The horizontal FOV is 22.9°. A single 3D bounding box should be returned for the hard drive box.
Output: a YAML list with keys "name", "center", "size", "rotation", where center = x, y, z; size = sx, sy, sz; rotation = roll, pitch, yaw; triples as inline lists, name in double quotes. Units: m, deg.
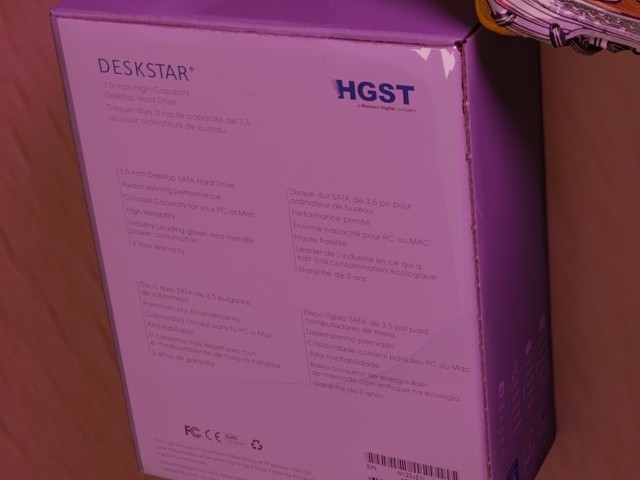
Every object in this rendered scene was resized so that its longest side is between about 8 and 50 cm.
- name: "hard drive box"
  center: [0.000, 0.000, 0.676]
  size: [0.181, 0.089, 0.232]
  rotation: [8, 122, 25]

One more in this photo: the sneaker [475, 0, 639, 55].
- name: "sneaker"
  center: [0.109, -0.097, 0.554]
  size: [0.225, 0.088, 0.093]
  rotation: [42, 114, 11]
